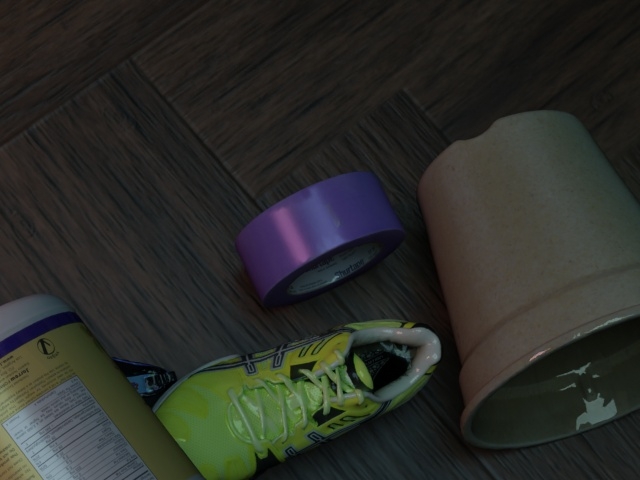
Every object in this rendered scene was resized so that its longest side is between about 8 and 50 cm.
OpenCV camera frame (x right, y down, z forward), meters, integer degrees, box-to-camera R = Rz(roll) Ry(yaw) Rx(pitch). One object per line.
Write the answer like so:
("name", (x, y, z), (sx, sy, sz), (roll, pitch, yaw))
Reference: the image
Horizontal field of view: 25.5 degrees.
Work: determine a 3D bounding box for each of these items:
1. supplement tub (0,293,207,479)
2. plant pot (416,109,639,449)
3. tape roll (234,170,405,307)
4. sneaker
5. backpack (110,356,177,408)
("supplement tub", (-0.251, 0.243, 1.358), (0.241, 0.241, 0.331), (-37, 82, -17))
("plant pot", (0.264, 0.030, 1.635), (0.333, 0.334, 0.306), (-15, 63, -12))
("tape roll", (0.000, 0.000, 1.660), (0.189, 0.189, 0.080), (-23, 76, -14))
("sneaker", (-0.030, 0.165, 1.561), (0.384, 0.147, 0.145), (-24, 83, -36))
("backpack", (-0.260, 0.206, 1.597), (0.173, 0.117, 0.158), (14, 70, -2))
